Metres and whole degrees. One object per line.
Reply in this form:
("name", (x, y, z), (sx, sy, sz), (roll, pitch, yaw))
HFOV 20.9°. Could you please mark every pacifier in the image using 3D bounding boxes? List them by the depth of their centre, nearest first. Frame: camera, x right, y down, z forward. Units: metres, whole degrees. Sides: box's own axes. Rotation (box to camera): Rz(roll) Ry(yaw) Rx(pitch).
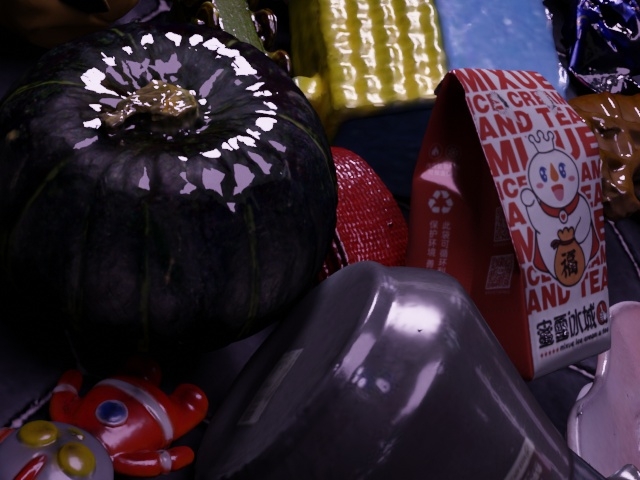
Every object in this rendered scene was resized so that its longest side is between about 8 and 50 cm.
("pacifier", (0.351, 0.199, 1.739), (0.220, 0.273, 0.332), (23, 42, 5))

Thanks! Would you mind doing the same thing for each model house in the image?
("model house", (0.098, -0.176, 1.870), (0.303, 0.215, 0.237), (10, 51, -24))

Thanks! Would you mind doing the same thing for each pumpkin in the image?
("pumpkin", (-0.142, -0.045, 1.542), (0.323, 0.241, 0.323), (8, 44, -8))

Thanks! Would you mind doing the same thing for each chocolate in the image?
("chocolate", (0.350, -0.327, 2.227), (0.148, 0.126, 0.343), (-12, 63, -14))

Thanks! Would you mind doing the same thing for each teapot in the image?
("teapot", (0.083, 0.247, 1.481), (0.361, 0.305, 0.376), (39, 70, -12))

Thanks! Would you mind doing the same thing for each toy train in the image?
("toy train", (-0.104, -0.187, 1.786), (0.090, 0.137, 0.226), (3, 51, -29))

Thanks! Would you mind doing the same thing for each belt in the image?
("belt", (0.000, 0.000, 1.710), (0.124, 0.128, 0.201), (-12, 65, -42))

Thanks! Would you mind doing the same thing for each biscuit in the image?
("biscuit", (0.398, -0.039, 2.037), (0.366, 0.115, 0.268), (38, 42, -5))

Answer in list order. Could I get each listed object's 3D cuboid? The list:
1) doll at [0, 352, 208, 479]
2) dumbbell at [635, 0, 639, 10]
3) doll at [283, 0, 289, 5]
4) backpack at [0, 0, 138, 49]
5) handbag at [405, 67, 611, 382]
("doll", (-0.199, 0.174, 1.465), (0.142, 0.076, 0.245), (31, 35, 21))
("dumbbell", (0.522, -0.304, 2.312), (0.218, 0.152, 0.152), (32, 43, -10))
("doll", (-0.063, -0.328, 1.916), (0.278, 0.154, 0.119), (-1, 42, -34))
("backpack", (-0.301, -0.387, 1.727), (0.353, 0.201, 0.378), (31, 41, -40))
("handbag", (0.178, -0.021, 1.675), (0.171, 0.151, 0.298), (-14, 102, -50))
